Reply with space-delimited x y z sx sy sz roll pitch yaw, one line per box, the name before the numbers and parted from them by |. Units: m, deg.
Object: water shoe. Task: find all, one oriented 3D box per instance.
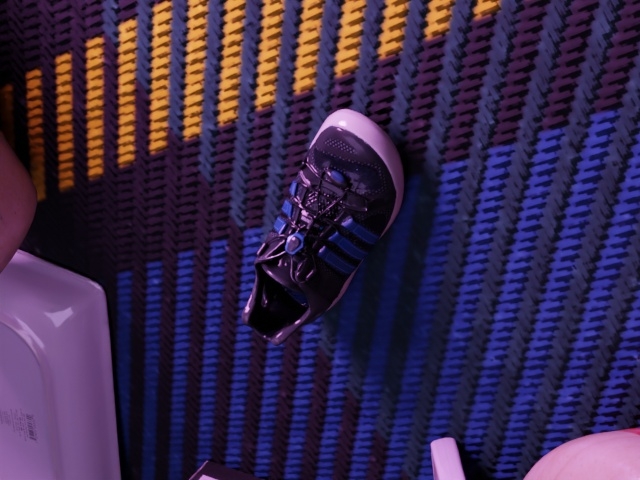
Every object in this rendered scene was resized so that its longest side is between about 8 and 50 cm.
water shoe | 0.000 0.000 1.107 0.073 0.080 0.203 32 139 12

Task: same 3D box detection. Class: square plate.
square plate | -0.341 0.130 1.503 0.344 0.049 0.347 20 131 23

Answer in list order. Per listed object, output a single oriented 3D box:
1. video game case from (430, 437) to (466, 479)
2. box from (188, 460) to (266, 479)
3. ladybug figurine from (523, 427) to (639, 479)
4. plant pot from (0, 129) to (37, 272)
video game case | 0.113 0.281 1.203 0.023 0.183 0.201 -9 127 -1
box | -0.035 0.288 1.388 0.180 0.077 0.147 14 132 30
ladybug figurine | 0.248 0.283 1.051 0.305 0.162 0.449 51 154 37
plant pot | -0.390 -0.080 1.203 0.334 0.334 0.305 -5 131 41
